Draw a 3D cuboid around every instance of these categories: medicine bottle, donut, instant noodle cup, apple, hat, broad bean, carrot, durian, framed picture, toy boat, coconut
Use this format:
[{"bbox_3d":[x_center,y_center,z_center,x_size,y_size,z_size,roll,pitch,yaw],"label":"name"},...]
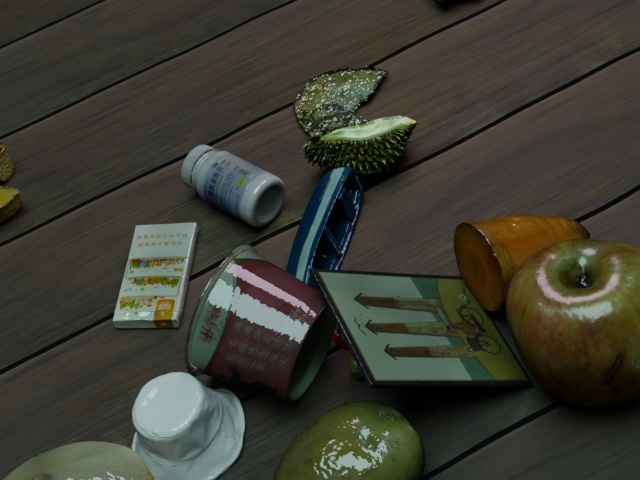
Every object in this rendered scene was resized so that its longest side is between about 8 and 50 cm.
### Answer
[{"bbox_3d":[-0.165,-0.105,2.141,0.187,0.102,0.103,28,63,29],"label":"medicine bottle"},{"bbox_3d":[-0.667,-0.101,2.271,0.146,0.078,0.181,-24,57,-5],"label":"donut"},{"bbox_3d":[-0.088,0.146,1.861,0.179,0.234,0.234,23,60,15],"label":"instant noodle cup"},{"bbox_3d":[0.417,0.129,1.753,0.264,0.264,0.264,-6,51,8],"label":"apple"},{"bbox_3d":[-0.227,0.290,1.828,0.203,0.126,0.203,-7,54,10],"label":"hat"},{"bbox_3d":[0.086,0.198,1.885,0.083,0.045,0.063,-10,52,-5],"label":"broad bean"},{"bbox_3d":[0.353,0.020,1.903,0.225,0.159,0.159,-15,49,-18],"label":"carrot"},{"bbox_3d":[0.070,-0.162,2.126,0.221,0.137,0.095,-6,70,-14],"label":"durian"},{"bbox_3d":[0.161,0.138,1.810,0.324,0.013,0.244,5,41,-34],"label":"framed picture"},{"bbox_3d":[0.000,0.000,2.030,0.062,0.096,0.299,4,54,27],"label":"toy boat"},{"bbox_3d":[-0.342,0.442,1.620,0.323,0.323,0.323,-6,51,8],"label":"coconut"}]

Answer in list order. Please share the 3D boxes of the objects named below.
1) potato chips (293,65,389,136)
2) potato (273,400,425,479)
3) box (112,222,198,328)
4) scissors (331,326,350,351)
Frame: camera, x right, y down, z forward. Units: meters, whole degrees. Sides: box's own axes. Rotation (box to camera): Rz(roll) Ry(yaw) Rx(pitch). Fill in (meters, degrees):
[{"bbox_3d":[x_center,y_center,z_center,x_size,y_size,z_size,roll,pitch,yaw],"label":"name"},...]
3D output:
[{"bbox_3d":[0.047,-0.266,2.274,0.202,0.029,0.220,-11,48,5],"label":"potato chips"},{"bbox_3d":[0.033,0.346,1.709,0.251,0.159,0.174,-35,29,-5],"label":"potato"},{"bbox_3d":[-0.297,0.062,2.085,0.122,0.032,0.220,-1,51,11],"label":"box"},{"bbox_3d":[0.113,0.137,1.841,0.248,0.017,0.144,18,43,-31],"label":"scissors"}]
